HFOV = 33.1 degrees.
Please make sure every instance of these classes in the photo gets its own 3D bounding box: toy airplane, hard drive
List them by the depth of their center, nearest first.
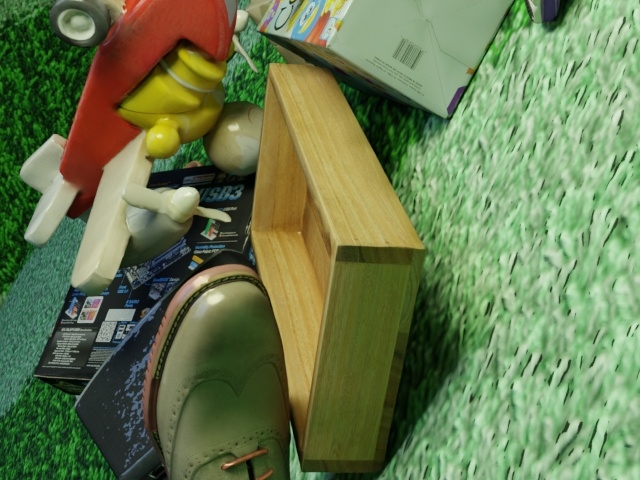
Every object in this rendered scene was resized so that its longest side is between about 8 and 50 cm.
[{"bbox_3d":[-0.143,0.134,1.127,0.255,0.054,0.172,-47,46,0],"label":"hard drive"},{"bbox_3d":[-0.189,-0.127,1.231,0.384,0.272,0.386,-173,101,-79],"label":"toy airplane"}]

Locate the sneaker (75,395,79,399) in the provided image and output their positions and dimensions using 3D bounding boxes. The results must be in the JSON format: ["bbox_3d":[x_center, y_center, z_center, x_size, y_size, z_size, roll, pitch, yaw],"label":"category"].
[{"bbox_3d":[-0.257,0.157,1.448,0.297,0.111,0.129,-47,32,38],"label":"sneaker"}]

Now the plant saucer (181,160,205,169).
[{"bbox_3d":[-0.220,-0.027,1.659,0.200,0.037,0.200,-50,25,33],"label":"plant saucer"}]

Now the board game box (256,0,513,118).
[{"bbox_3d":[0.056,-0.236,1.113,0.142,0.144,0.275,-61,22,4],"label":"board game box"}]

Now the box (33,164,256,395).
[{"bbox_3d":[-0.186,0.049,1.312,0.295,0.073,0.293,-4,58,38],"label":"box"}]

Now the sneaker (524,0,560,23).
[{"bbox_3d":[0.215,-0.261,0.897,0.068,0.071,0.170,-73,0,-73],"label":"sneaker"}]

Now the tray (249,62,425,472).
[{"bbox_3d":[0.000,0.000,0.984,0.411,0.076,0.203,-107,23,-61],"label":"tray"}]

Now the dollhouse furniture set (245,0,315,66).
[{"bbox_3d":[0.024,-0.315,1.348,0.183,0.129,0.129,-21,41,26],"label":"dollhouse furniture set"}]

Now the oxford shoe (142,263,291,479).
[{"bbox_3d":[-0.058,0.188,0.845,0.130,0.123,0.348,36,133,50],"label":"oxford shoe"}]
